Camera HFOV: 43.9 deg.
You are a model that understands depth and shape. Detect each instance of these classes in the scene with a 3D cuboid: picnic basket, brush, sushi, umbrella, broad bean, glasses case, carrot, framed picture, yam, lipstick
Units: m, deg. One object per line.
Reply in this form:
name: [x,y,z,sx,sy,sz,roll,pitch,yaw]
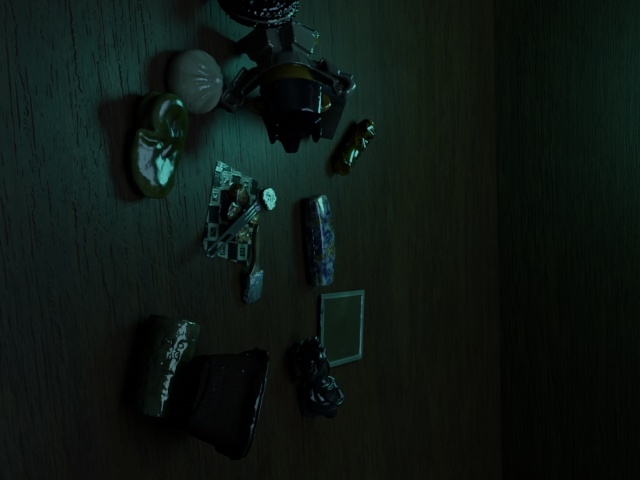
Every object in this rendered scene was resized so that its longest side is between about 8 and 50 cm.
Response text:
picnic basket: [-0.206,0.310,1.581,0.129,0.297,0.223,17,75,-15]
brush: [-0.175,-0.039,1.779,0.266,0.027,0.062,-50,125,-44]
sushi: [-0.186,-0.059,1.822,0.192,0.040,0.210,25,70,-59]
umbrella: [-0.008,0.379,2.120,0.122,0.110,0.273,-59,145,-42]
broad bean: [-0.317,-0.188,1.561,0.153,0.072,0.207,-8,110,-59]
glasses case: [0.000,0.000,2.142,0.087,0.065,0.248,-20,108,-58]
carrot: [0.101,-0.275,2.317,0.229,0.068,0.069,-59,140,-41]
framed picture: [0.061,0.256,2.321,0.273,0.016,0.217,3,90,-61]
brush: [-0.156,0.053,1.868,0.070,0.021,0.197,-28,126,-56]
yam: [-0.306,0.248,1.554,0.107,0.107,0.194,34,62,-57]
lipstick: [0.025,-0.336,2.000,0.317,0.068,0.066,115,-13,-78]

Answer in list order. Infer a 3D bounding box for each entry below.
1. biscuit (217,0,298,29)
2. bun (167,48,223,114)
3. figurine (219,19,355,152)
biscuit: [-0.139,-0.543,1.751,0.053,0.194,0.195,113,2,-53]
bun: [-0.245,-0.331,1.646,0.138,0.094,0.138,-1,91,-58]
figurine: [-0.078,-0.347,1.783,0.143,0.308,0.309,52,46,-67]
